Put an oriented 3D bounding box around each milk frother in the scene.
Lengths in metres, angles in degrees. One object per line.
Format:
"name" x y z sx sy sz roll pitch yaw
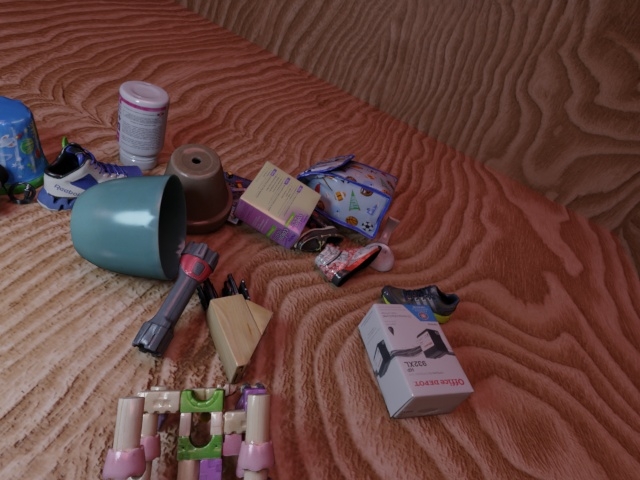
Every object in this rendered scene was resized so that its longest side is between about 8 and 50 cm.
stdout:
"milk frother" -0.889 -0.132 1.110 0.143 0.129 0.135 1 40 -20

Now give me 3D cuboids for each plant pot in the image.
"plant pot" -0.416 -0.189 1.324 0.263 0.229 0.263 9 55 -13
"plant pot" -0.520 -0.041 1.103 0.235 0.293 0.293 3 41 -5

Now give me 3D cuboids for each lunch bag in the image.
"lunch bag" 0.111 -0.223 1.703 0.385 0.239 0.328 23 25 7

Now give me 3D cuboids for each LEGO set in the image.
"LEGO set" -0.345 -0.183 1.507 0.182 0.060 0.244 25 41 -3

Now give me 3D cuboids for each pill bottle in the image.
"pill bottle" -0.644 -0.406 1.449 0.160 0.283 0.160 16 38 -13

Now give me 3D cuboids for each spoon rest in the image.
"spoon rest" 0.259 0.021 1.654 0.137 0.084 0.276 27 50 3

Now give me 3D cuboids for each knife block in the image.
"knife block" -0.266 0.215 1.094 0.242 0.088 0.276 24 37 0

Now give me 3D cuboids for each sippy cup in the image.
"sippy cup" -0.946 -0.295 1.191 0.240 0.224 0.305 39 38 15

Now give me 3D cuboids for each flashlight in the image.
"flashlight" -0.373 0.147 1.045 0.103 0.103 0.304 12 58 17

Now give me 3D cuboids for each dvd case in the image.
"dvd case" -0.347 -0.180 1.571 0.180 0.022 0.253 17 38 -13

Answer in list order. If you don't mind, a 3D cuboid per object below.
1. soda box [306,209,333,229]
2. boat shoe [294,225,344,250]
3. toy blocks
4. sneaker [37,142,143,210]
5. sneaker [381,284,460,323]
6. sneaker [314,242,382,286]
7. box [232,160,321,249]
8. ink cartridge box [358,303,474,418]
"soda box" -0.034 -0.090 1.618 0.169 0.053 0.060 40 39 17
"boat shoe" 0.000 0.000 1.509 0.068 0.081 0.227 42 37 26
"toy blocks" -0.237 0.431 0.793 0.288 0.309 0.260 2 75 -11
"sneaker" -0.708 -0.210 1.264 0.127 0.182 0.315 44 41 20
"sneaker" 0.359 0.203 1.443 0.300 0.121 0.111 13 39 -16
"sneaker" 0.101 0.050 1.482 0.145 0.090 0.270 43 51 20
"box" -0.156 -0.130 1.471 0.243 0.117 0.214 31 53 -7
"ink cartridge box" 0.277 0.351 1.214 0.223 0.129 0.307 6 42 -25
